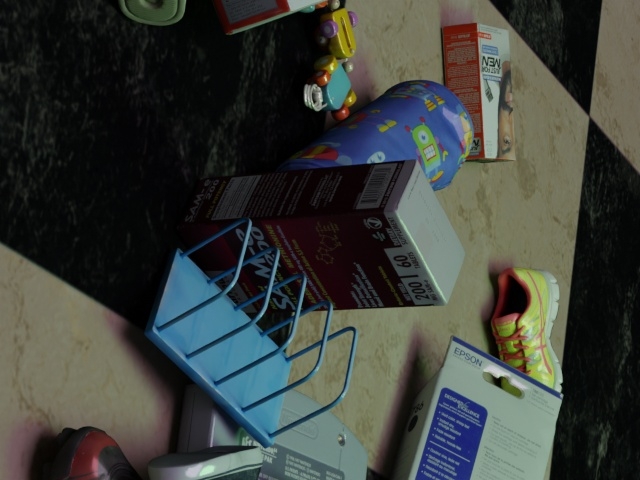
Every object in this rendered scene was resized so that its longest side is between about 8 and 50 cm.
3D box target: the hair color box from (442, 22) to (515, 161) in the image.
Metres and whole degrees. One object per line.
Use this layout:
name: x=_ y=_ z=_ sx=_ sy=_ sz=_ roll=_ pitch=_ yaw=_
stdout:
hair color box: x=0.198 y=-0.181 z=2.215 sx=0.093 sy=0.053 sz=0.167 roll=-2 pitch=89 yaw=-60

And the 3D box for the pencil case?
pencil case: x=0.056 y=-0.071 z=1.901 sx=0.133 sy=0.119 sz=0.306 roll=61 pitch=36 yaw=-8

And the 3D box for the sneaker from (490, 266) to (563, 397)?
sneaker: x=0.248 y=0.129 z=2.249 sx=0.094 sy=0.081 sz=0.208 roll=24 pitch=59 yaw=-48

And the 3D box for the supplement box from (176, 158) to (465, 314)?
supplement box: x=0.000 y=0.000 z=1.686 sx=0.130 sy=0.239 sz=0.073 roll=59 pitch=40 yaw=-36

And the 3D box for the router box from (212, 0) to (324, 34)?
router box: x=-0.028 y=-0.388 z=1.796 sx=0.335 sy=0.082 sz=0.301 roll=-29 pitch=102 yaw=-56

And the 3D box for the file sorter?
file sorter: x=-0.058 y=0.082 z=1.649 sx=0.170 sy=0.104 sz=0.118 roll=47 pitch=32 yaw=-25

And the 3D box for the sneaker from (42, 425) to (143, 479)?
sneaker: x=-0.145 y=0.281 z=1.518 sx=0.098 sy=0.135 sz=0.276 roll=-37 pitch=117 yaw=-52

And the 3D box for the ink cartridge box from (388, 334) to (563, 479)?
ink cartridge box: x=0.161 y=0.286 z=2.015 sx=0.165 sy=0.065 sz=0.332 roll=29 pitch=57 yaw=-13

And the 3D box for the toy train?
toy train: x=-0.009 y=-0.208 z=1.890 sx=0.125 sy=0.046 sz=0.166 roll=16 pitch=70 yaw=-56

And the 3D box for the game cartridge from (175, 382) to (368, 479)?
game cartridge: x=-0.049 y=0.244 z=1.761 sx=0.294 sy=0.060 sz=0.196 roll=32 pitch=63 yaw=-53

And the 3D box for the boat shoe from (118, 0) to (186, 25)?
boat shoe: x=-0.134 y=-0.288 z=1.568 sx=0.233 sy=0.084 sz=0.079 roll=115 pitch=-12 yaw=-57

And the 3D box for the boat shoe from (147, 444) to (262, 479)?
boat shoe: x=-0.094 y=0.225 z=1.556 sx=0.183 sy=0.065 sz=0.083 roll=7 pitch=80 yaw=-70
